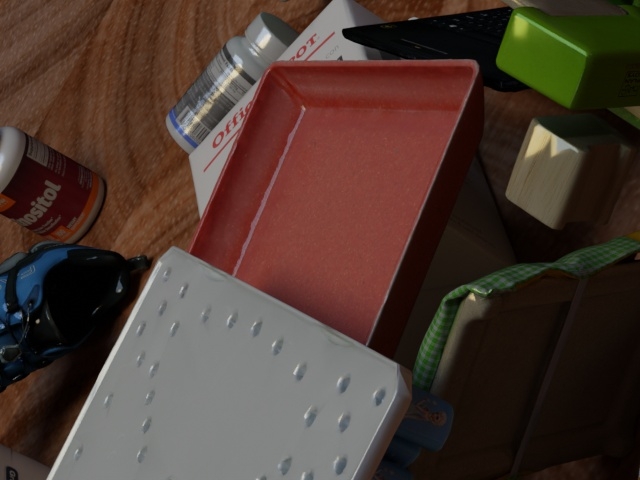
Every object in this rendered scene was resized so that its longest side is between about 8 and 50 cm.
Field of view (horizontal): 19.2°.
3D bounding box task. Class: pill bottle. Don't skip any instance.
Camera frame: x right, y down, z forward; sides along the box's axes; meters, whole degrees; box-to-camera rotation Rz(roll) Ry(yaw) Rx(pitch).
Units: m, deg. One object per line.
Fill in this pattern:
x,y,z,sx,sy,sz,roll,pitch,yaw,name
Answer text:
-0.304,-0.063,1.937,0.086,0.152,0.086,-37,37,34,pill bottle
-0.072,-0.137,1.732,0.137,0.078,0.078,-48,32,18,pill bottle

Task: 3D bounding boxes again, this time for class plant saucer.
0.000,0.000,1.307,0.259,0.048,0.258,7,72,57,plant saucer

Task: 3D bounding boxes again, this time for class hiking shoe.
-0.303,0.086,1.748,0.132,0.113,0.304,-10,27,47,hiking shoe

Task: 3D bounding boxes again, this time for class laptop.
0.181,-0.206,1.358,0.234,0.264,0.136,-151,55,-60,laptop

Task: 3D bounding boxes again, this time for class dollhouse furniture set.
0.120,-0.014,1.111,0.151,0.198,0.301,42,126,40,dollhouse furniture set

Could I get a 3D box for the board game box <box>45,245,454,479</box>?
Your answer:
-0.100,0.217,1.154,0.390,0.050,0.390,-63,26,-2,board game box

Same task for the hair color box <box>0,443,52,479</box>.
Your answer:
-0.372,0.223,1.594,0.105,0.347,0.174,-43,33,25,hair color box

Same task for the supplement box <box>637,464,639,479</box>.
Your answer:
0.222,0.107,1.099,0.036,0.062,0.098,-21,47,49,supplement box

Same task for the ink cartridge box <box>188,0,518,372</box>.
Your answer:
0.010,-0.045,1.487,0.207,0.119,0.353,-45,34,23,ink cartridge box
